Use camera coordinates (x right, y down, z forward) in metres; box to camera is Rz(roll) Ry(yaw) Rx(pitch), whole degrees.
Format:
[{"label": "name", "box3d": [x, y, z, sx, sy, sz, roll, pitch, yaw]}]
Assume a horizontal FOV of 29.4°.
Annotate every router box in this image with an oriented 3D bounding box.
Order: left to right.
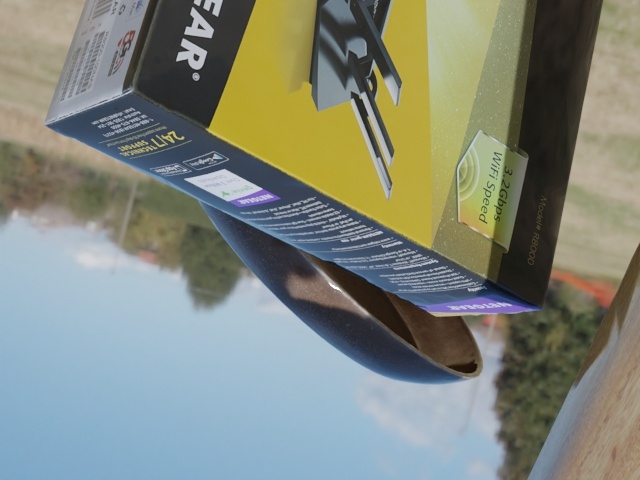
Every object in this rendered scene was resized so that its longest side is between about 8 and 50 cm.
[{"label": "router box", "box3d": [0.031, -0.147, 0.593, 0.243, 0.309, 0.081, 26, 159, -34]}]

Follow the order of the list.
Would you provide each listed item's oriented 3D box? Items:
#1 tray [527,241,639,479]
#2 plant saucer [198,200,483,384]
[{"label": "tray", "box3d": [0.199, 0.004, 0.320, 0.202, 0.411, 0.076, 3, -139, -11]}, {"label": "plant saucer", "box3d": [0.000, 0.000, 0.924, 0.310, 0.050, 0.310, 42, -167, -12]}]
